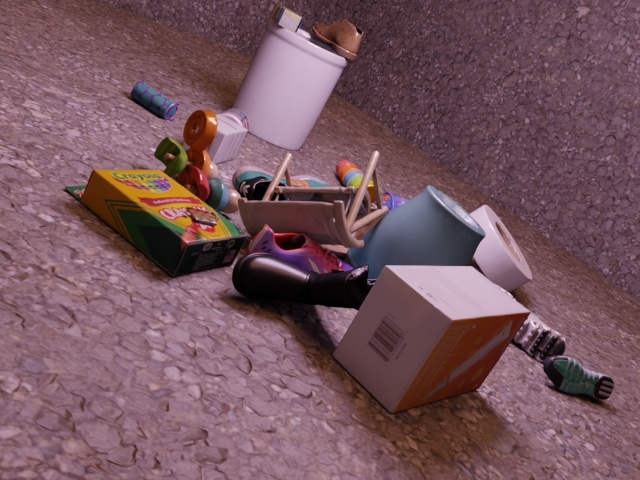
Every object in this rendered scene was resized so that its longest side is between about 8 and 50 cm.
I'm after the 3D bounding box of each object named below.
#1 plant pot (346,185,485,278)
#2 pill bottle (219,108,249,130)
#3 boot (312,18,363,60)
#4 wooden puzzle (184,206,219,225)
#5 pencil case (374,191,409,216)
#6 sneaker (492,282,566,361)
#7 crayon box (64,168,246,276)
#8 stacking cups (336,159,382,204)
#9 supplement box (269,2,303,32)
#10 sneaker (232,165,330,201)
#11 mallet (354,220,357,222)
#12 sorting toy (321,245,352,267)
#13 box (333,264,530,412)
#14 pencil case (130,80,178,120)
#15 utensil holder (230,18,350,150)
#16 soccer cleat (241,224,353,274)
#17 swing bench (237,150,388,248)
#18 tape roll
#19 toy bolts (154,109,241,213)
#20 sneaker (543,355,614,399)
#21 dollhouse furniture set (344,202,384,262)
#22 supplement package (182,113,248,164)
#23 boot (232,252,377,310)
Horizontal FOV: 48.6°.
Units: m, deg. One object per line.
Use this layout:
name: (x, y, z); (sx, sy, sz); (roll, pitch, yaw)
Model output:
plant pot: (0.248, 0.019, 1.708); (0.272, 0.255, 0.271); (37, 16, -12)
pill bottle: (-0.285, -0.366, 2.274); (0.108, 0.108, 0.180); (27, 19, -5)
boot: (0.069, -0.758, 2.597); (0.112, 0.115, 0.305); (13, 22, -34)
wooden puzzle: (-0.234, -0.048, 1.404); (0.083, 0.006, 0.049); (13, 24, -40)
pencil case: (0.311, -0.047, 2.270); (0.306, 0.119, 0.133); (21, 51, -22)
sneaker: (0.525, 0.216, 1.918); (0.292, 0.110, 0.118); (41, 13, 10)
crayon box: (-0.332, -0.058, 1.433); (0.318, 0.081, 0.202); (35, 20, 20)
stacking cups: (0.119, -0.207, 2.457); (0.096, 0.096, 0.316); (19, 20, -25)
supplement box: (-0.118, -0.765, 2.435); (0.083, 0.056, 0.083); (17, 22, -32)
sneaker: (-0.087, -0.117, 1.918); (0.302, 0.108, 0.121); (8, 27, -28)
mallet: (0.183, -0.013, 2.134); (0.190, 0.039, 0.062); (32, 16, -3)
sorting toy: (0.000, 0.000, 1.796); (0.132, 0.046, 0.274); (14, 28, -37)
box: (0.225, 0.181, 1.387); (0.168, 0.215, 0.345); (41, 22, 32)
pencil case: (-0.513, -0.435, 2.199); (0.152, 0.064, 0.070); (33, 35, 13)
utensil holder: (-0.120, -0.569, 2.612); (0.328, 0.385, 0.327); (25, 18, -9)
soccer cleat: (-0.024, 0.045, 1.542); (0.318, 0.116, 0.108); (11, 25, -41)
swing bench: (-0.010, -0.079, 1.634); (0.253, 0.165, 0.254); (4, 35, 26)
tape roll: (0.561, 0.029, 2.274); (0.286, 0.100, 0.286); (46, 22, -25)
toy bolts: (-0.259, -0.171, 1.687); (0.158, 0.218, 0.228); (18, 38, -45)
sneaker: (0.629, 0.342, 1.791); (0.224, 0.083, 0.098); (26, -3, -22)
dollhouse furniture set: (0.105, -0.023, 1.896); (0.151, 0.123, 0.144); (10, 25, -43)
supplement package: (-0.304, -0.296, 2.064); (0.105, 0.105, 0.179); (30, 18, 6)
boot: (-0.016, 0.078, 1.360); (0.246, 0.094, 0.207); (18, -15, -42)
